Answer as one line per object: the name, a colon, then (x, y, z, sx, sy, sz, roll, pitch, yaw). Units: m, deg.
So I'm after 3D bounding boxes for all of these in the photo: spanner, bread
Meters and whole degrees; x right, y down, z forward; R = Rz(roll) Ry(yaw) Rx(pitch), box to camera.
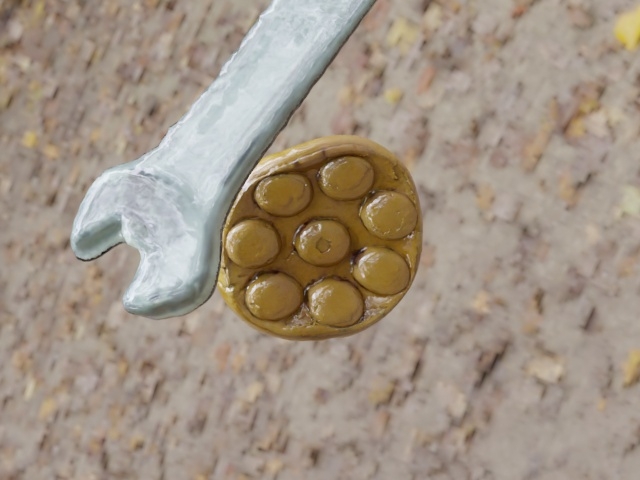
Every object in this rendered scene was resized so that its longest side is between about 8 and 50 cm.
spanner: (0.005, -0.101, 0.587, 0.302, 0.071, 0.017, -54, -13, -11)
bread: (0.000, 0.000, 0.735, 0.110, 0.110, 0.024, -62, 26, 9)
